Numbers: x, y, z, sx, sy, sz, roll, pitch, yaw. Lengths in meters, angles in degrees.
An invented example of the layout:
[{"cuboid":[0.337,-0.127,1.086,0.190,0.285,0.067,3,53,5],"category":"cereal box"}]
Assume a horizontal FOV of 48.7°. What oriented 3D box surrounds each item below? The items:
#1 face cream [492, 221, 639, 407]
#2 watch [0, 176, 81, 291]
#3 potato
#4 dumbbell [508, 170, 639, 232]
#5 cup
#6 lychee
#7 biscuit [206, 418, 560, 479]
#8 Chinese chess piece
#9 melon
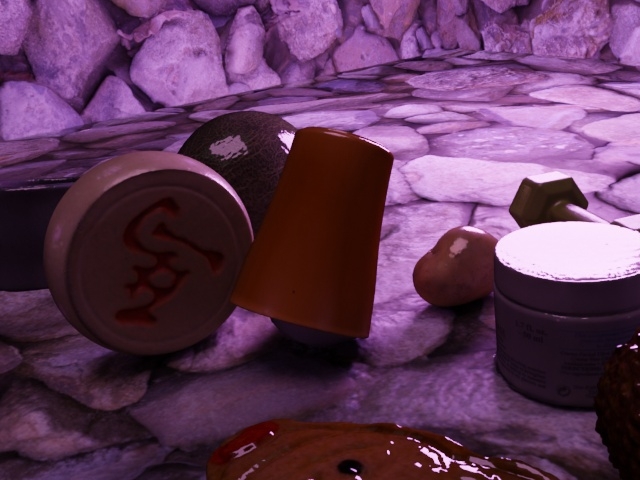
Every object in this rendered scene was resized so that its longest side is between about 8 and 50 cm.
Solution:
[{"cuboid":[0.284,0.078,0.789,0.177,0.152,0.177,-5,20,2],"category":"face cream"},{"cuboid":[-0.482,-0.021,1.133,0.327,0.313,0.335,-7,8,-35],"category":"watch"},{"cuboid":[0.196,0.036,0.980,0.147,0.112,0.112,-27,29,-27],"category":"potato"},{"cuboid":[0.399,-0.016,1.044,0.108,0.121,0.302,16,15,-21],"category":"dumbbell"},{"cuboid":[0.000,0.000,0.919,0.183,0.263,0.226,15,-2,1],"category":"cup"},{"cuboid":[0.318,0.154,0.575,0.188,0.188,0.188,-5,22,2],"category":"lychee"},{"cuboid":[0.024,0.253,0.555,0.359,0.074,0.381,-19,28,-33],"category":"biscuit"},{"cuboid":[-0.215,0.018,0.914,0.273,0.273,0.102,-18,25,-27],"category":"Chinese chess piece"},{"cuboid":[-0.128,-0.109,1.242,0.238,0.237,0.302,4,22,24],"category":"melon"}]
